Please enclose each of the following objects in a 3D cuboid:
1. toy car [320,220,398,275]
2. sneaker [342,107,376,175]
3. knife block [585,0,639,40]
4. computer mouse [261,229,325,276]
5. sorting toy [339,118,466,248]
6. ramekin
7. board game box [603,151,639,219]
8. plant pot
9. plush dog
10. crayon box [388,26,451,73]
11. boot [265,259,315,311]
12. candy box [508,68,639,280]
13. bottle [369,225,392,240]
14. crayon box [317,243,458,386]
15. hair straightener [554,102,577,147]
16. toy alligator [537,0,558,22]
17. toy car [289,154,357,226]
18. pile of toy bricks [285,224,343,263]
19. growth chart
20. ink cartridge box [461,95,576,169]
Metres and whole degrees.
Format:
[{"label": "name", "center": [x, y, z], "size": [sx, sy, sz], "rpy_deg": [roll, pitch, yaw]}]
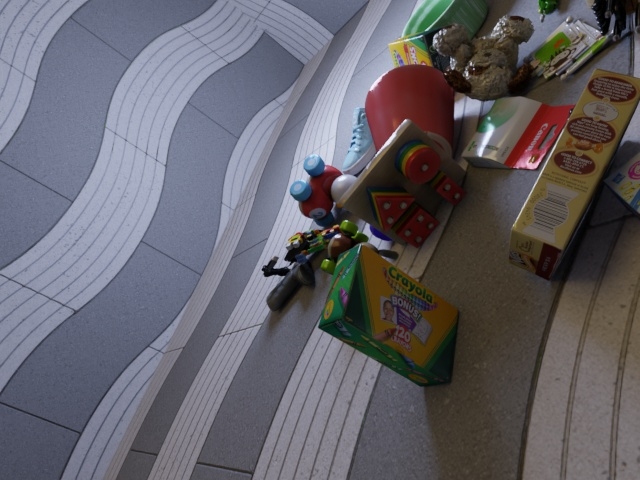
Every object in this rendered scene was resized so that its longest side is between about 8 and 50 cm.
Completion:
[{"label": "toy car", "center": [0.124, 0.053, 1.375], "size": [0.188, 0.149, 0.155], "rpy_deg": [19, 78, 37]}, {"label": "sneaker", "center": [0.160, -0.421, 1.850], "size": [0.366, 0.150, 0.135], "rpy_deg": [-59, 22, -8]}, {"label": "knife block", "center": [0.699, -0.560, 1.046], "size": [0.276, 0.088, 0.242], "rpy_deg": [-41, 36, 9]}, {"label": "computer mouse", "center": [-0.105, 0.035, 1.740], "size": [0.262, 0.184, 0.060], "rpy_deg": [-45, 68, 24]}, {"label": "sorting toy", "center": [0.225, -0.118, 1.210], "size": [0.257, 0.255, 0.089], "rpy_deg": [-50, 39, 13]}, {"label": "ramekin", "center": [0.454, -0.796, 1.774], "size": [0.303, 0.148, 0.303], "rpy_deg": [-44, 26, 27]}, {"label": "board game box", "center": [0.596, -0.089, 0.633], "size": [0.308, 0.086, 0.302], "rpy_deg": [-45, 25, 24]}, {"label": "plant pot", "center": [0.265, -0.318, 1.406], "size": [0.275, 0.275, 0.243], "rpy_deg": [-36, 40, 39]}, {"label": "plush dog", "center": [0.441, -0.461, 1.323], "size": [0.262, 0.210, 0.225], "rpy_deg": [-2, 49, 12]}, {"label": "crayon box", "center": [0.336, -0.597, 1.671], "size": [0.081, 0.202, 0.318], "rpy_deg": [-26, 21, -8]}, {"label": "boot", "center": [-0.113, 0.166, 1.705], "size": [0.208, 0.076, 0.189], "rpy_deg": [-44, 12, 11]}, {"label": "candy box", "center": [0.433, -0.106, 0.842], "size": [0.087, 0.183, 0.316], "rpy_deg": [27, 82, 25]}, {"label": "bottle", "center": [0.195, -0.119, 1.443], "size": [0.283, 0.092, 0.118], "rpy_deg": [-84, 19, -53]}, {"label": "crayon box", "center": [0.142, 0.152, 0.957], "size": [0.081, 0.278, 0.165], "rpy_deg": [-30, 34, 48]}, {"label": "hair straightener", "center": [0.531, -0.203, 0.989], "size": [0.089, 0.047, 0.230], "rpy_deg": [9, 60, 44]}, {"label": "toy alligator", "center": [0.639, -0.663, 1.365], "size": [0.051, 0.056, 0.189], "rpy_deg": [4, 52, 17]}, {"label": "toy car", "center": [0.058, -0.159, 1.711], "size": [0.238, 0.219, 0.210], "rpy_deg": [15, 70, 36]}, {"label": "pile of toy bricks", "center": [0.000, 0.000, 1.634], "size": [0.212, 0.118, 0.105], "rpy_deg": [-19, 26, 29]}, {"label": "growth chart", "center": [0.606, -0.473, 1.213], "size": [0.172, 0.021, 0.237], "rpy_deg": [-47, 24, 23]}, {"label": "ink cartridge box", "center": [0.463, -0.259, 1.168], "size": [0.181, 0.056, 0.225], "rpy_deg": [-57, 21, -2]}]
